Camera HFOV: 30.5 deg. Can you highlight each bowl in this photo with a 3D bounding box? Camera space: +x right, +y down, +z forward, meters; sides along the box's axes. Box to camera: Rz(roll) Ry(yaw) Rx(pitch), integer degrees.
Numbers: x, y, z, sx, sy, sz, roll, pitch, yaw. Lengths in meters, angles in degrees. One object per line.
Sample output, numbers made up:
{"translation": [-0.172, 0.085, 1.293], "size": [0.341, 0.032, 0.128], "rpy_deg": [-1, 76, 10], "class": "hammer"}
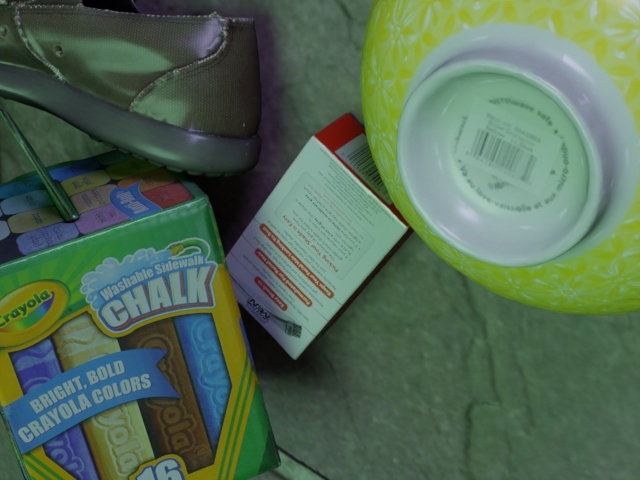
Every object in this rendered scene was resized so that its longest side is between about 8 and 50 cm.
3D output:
{"translation": [0.128, -0.069, 0.654], "size": [0.289, 0.156, 0.289], "rpy_deg": [17, 122, 28], "class": "bowl"}

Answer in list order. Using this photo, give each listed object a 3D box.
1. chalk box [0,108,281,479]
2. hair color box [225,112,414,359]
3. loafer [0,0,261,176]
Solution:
{"translation": [-0.166, 0.041, 0.860], "size": [0.180, 0.179, 0.289], "rpy_deg": [-137, 32, -61], "class": "chalk box"}
{"translation": [0.000, 0.000, 0.850], "size": [0.093, 0.053, 0.167], "rpy_deg": [45, 130, 7], "class": "hair color box"}
{"translation": [-0.194, -0.164, 0.868], "size": [0.366, 0.134, 0.130], "rpy_deg": [22, 102, 13], "class": "loafer"}
